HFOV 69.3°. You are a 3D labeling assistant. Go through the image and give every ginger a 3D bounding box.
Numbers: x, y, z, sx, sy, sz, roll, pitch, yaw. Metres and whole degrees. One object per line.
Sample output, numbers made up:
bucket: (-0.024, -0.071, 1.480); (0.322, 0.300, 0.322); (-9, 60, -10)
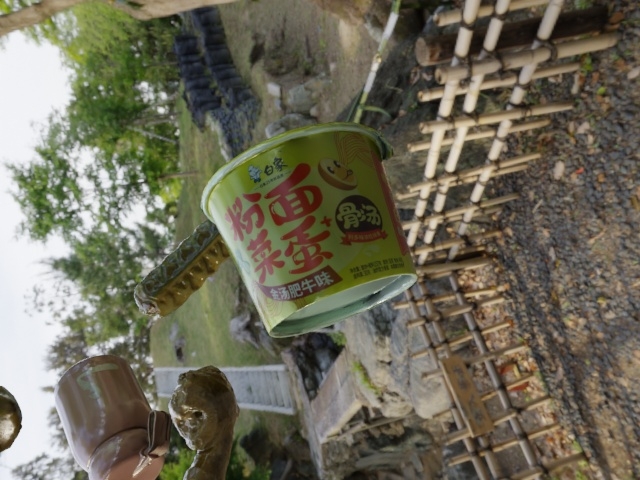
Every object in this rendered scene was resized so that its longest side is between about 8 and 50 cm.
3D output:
ginger: (-0.133, 0.207, 0.515); (0.165, 0.067, 0.096); (-99, -15, -50)

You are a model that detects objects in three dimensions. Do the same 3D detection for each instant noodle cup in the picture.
instant noodle cup: (0.000, 0.000, 0.704); (0.311, 0.311, 0.221); (106, 144, -68)

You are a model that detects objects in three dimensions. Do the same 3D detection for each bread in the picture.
bread: (-0.294, 0.059, 1.025); (0.087, 0.269, 0.098); (6, 138, 52)

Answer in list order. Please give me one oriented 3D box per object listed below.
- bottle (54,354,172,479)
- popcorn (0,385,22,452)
bottle: (-0.439, 0.385, 0.995); (0.297, 0.206, 0.173); (38, 176, 43)
popcorn: (-0.377, 0.181, 0.337); (0.258, 0.270, 0.224); (49, 125, -1)
